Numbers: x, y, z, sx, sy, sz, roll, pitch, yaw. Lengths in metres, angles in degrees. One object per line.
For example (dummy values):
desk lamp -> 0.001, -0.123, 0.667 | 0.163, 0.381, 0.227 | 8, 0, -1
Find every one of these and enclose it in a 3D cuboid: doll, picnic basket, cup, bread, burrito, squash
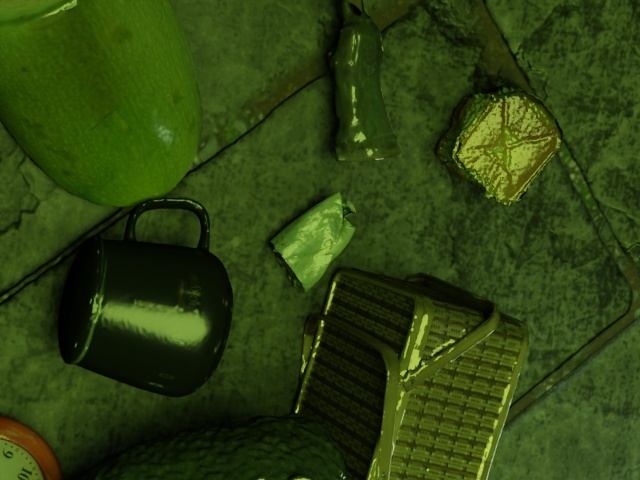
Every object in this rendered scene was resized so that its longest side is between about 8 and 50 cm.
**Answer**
doll -> -0.130, 0.322, 1.715 | 0.349, 0.247, 0.247 | -25, 110, 11
picnic basket -> 0.084, 0.194, 1.835 | 0.175, 0.228, 0.313 | 15, 93, -27
cup -> -0.194, 0.056, 1.739 | 0.176, 0.169, 0.223 | 12, 77, -17
bread -> 0.221, -0.125, 1.924 | 0.128, 0.069, 0.140 | 37, 87, -23
burrito -> -0.002, -0.002, 1.864 | 0.118, 0.044, 0.074 | -43, 109, -8
squash -> -0.251, -0.193, 1.721 | 0.233, 0.210, 0.309 | -38, 139, -14

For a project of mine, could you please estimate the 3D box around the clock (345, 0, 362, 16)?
clock -> 0.062, -0.367, 1.793 | 0.170, 0.069, 0.232 | 40, 68, -23

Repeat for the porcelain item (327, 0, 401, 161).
porcelain item -> 0.042, -0.202, 1.836 | 0.081, 0.069, 0.216 | -16, 103, -44

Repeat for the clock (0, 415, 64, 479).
clock -> -0.388, 0.294, 1.746 | 0.205, 0.051, 0.205 | -5, 103, -23
